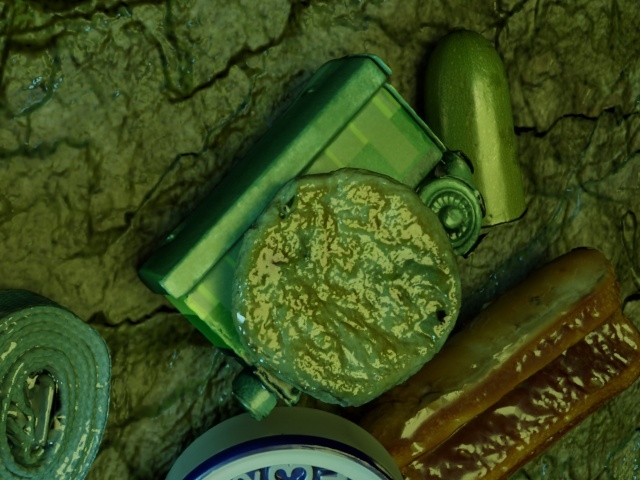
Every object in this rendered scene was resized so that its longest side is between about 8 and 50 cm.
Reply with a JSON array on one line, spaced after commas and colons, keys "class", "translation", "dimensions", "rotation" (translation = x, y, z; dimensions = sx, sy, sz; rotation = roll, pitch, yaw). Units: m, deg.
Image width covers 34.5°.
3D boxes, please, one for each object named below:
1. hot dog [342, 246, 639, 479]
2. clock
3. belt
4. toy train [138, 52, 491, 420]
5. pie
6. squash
[{"class": "hot dog", "translation": [0.174, 0.142, 1.020], "dimensions": [0.349, 0.117, 0.158], "rotation": [-33, 110, -20]}, {"class": "clock", "translation": [-0.030, 0.258, 0.887], "dimensions": [0.230, 0.083, 0.230], "rotation": [-1, 109, -3]}, {"class": "belt", "translation": [-0.236, 0.122, 0.788], "dimensions": [0.147, 0.082, 0.163], "rotation": [36, 75, -41]}, {"class": "toy train", "translation": [0.000, 0.000, 0.876], "dimensions": [0.202, 0.120, 0.301], "rotation": [45, 74, -14]}, {"class": "pie", "translation": [0.020, 0.034, 0.796], "dimensions": [0.187, 0.041, 0.187], "rotation": [1, 87, -19]}, {"class": "squash", "translation": [0.140, -0.107, 0.978], "dimensions": [0.095, 0.095, 0.188], "rotation": [-17, 103, -28]}]
